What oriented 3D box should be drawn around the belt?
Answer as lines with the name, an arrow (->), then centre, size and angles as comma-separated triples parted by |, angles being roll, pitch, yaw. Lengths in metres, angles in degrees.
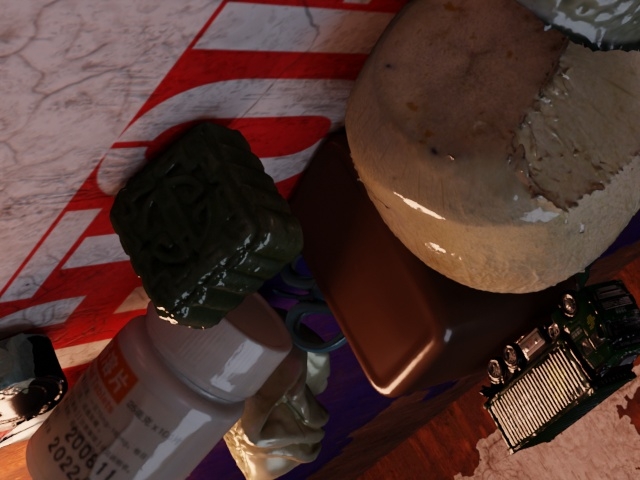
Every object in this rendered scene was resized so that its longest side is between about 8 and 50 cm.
belt -> -0.419, 0.191, 1.632 | 0.151, 0.078, 0.198 | -19, 162, -23

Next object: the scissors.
scissors -> 0.117, 0.090, 1.815 | 0.393, 0.180, 0.032 | 4, 164, 16

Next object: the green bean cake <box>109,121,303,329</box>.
green bean cake -> -0.135, -0.019, 1.377 | 0.183, 0.185, 0.094 | -40, 153, 20

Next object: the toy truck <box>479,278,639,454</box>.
toy truck -> 0.305, 0.157, 1.537 | 0.088, 0.121, 0.259 | -11, 153, -34

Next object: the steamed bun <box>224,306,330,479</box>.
steamed bun -> -0.073, 0.226, 1.926 | 0.207, 0.280, 0.268 | -24, 159, -13

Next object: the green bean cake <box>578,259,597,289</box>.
green bean cake -> 0.277, -0.016, 1.931 | 0.308, 0.300, 0.169 | -3, 140, 42

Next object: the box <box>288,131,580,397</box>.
box -> 0.140, 0.012, 1.637 | 0.229, 0.339, 0.239 | -15, 156, -32

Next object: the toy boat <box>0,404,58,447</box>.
toy boat -> -0.387, 0.274, 1.918 | 0.291, 0.070, 0.210 | -25, 156, -7

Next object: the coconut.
coconut -> 0.217, -0.119, 1.401 | 0.346, 0.346, 0.360 | -32, 152, 2

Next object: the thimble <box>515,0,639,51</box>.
thimble -> 0.243, -0.313, 1.084 | 0.271, 0.271, 0.150 | -14, 153, -40

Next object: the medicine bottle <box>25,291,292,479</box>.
medicine bottle -> -0.226, 0.220, 1.712 | 0.371, 0.211, 0.211 | -49, 157, 13
